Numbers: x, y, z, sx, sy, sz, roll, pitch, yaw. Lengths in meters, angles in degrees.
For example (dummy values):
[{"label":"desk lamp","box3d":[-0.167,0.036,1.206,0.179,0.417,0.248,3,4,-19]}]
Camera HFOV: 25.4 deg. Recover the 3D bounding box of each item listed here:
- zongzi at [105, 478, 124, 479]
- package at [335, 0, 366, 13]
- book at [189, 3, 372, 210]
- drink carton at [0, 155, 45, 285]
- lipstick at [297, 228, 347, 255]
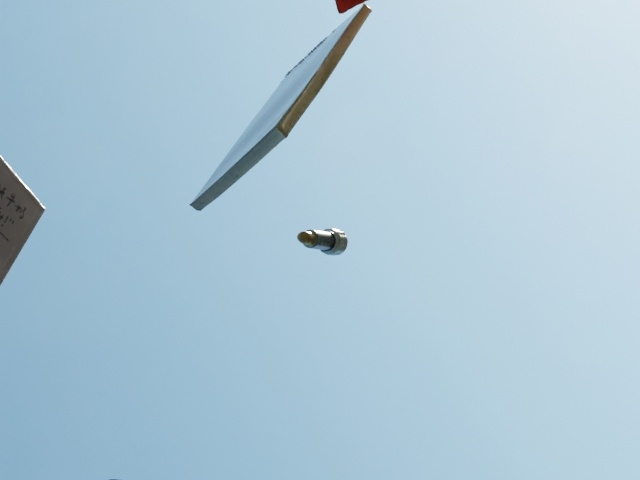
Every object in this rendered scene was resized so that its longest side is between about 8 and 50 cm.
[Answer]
[{"label":"zongzi","box3d":[-0.182,0.295,0.939,0.111,0.241,0.247,27,-134,-4]},{"label":"package","box3d":[-0.054,-0.374,1.546,0.196,0.424,0.123,-35,-48,-27]},{"label":"book","box3d":[-0.039,-0.142,1.501,0.018,0.170,0.241,42,-134,-11]},{"label":"drink carton","box3d":[-0.367,0.009,1.311,0.134,0.102,0.222,53,-132,-36]},{"label":"lipstick","box3d":[0.000,0.000,1.861,0.116,0.037,0.037,7,-95,-68]}]
